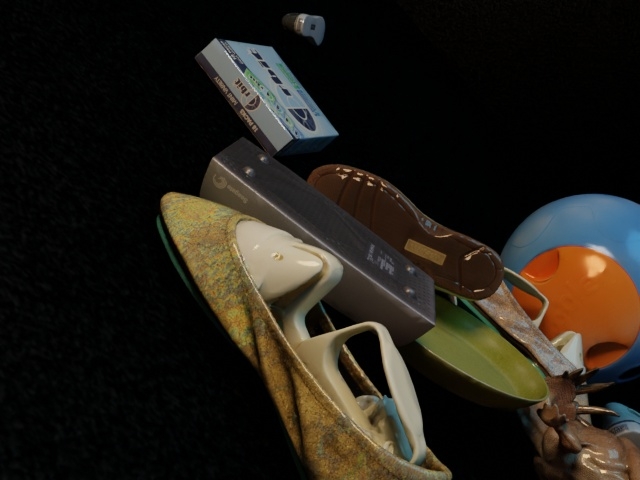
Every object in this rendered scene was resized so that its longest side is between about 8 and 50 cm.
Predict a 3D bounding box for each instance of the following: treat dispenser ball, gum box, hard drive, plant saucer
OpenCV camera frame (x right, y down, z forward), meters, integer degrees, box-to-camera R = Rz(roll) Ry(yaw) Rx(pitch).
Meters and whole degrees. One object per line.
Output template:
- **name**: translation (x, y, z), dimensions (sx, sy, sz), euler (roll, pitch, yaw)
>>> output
- **treat dispenser ball**: translation (0.407, 0.074, 1.450), dimensions (0.288, 0.288, 0.288), euler (43, 21, -21)
- **gum box**: translation (-0.063, -0.182, 1.237), dimensions (0.157, 0.041, 0.184), euler (53, 20, 6)
- **hard drive**: translation (0.000, 0.000, 0.950), dimensions (0.255, 0.054, 0.172), euler (37, 14, -4)
- **plant saucer**: translation (0.140, 0.116, 1.071), dimensions (0.241, 0.037, 0.241), euler (29, 14, -8)

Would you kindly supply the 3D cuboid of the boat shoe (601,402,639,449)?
- **boat shoe**: translation (0.548, 0.353, 1.569), dimensions (0.268, 0.096, 0.088), euler (33, 29, -22)

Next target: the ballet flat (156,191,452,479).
- **ballet flat**: translation (-0.010, 0.077, 0.779), dimensions (0.348, 0.123, 0.123), euler (58, 20, 21)

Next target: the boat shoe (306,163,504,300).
- **boat shoe**: translation (0.093, -0.002, 1.165), dimensions (0.257, 0.095, 0.095), euler (33, -5, 1)

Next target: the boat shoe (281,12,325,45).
- **boat shoe**: translation (-0.027, -0.365, 1.648), dimensions (0.040, 0.049, 0.142), euler (15, 7, 14)

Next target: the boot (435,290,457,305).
- **boot**: translation (0.127, 0.038, 1.252), dimensions (0.157, 0.059, 0.085), euler (63, 18, 9)

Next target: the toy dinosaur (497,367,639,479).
- **toy dinosaur**: translation (0.324, 0.255, 1.118), dimensions (0.296, 0.127, 0.200), euler (43, 28, 14)

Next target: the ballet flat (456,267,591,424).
- **ballet flat**: translation (0.285, 0.133, 1.301), dimensions (0.316, 0.106, 0.107), euler (51, -17, 4)

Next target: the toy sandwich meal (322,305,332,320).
- **toy sandwich meal**: translation (-0.025, 0.053, 0.914), dimensions (0.085, 0.029, 0.085), euler (43, 21, -21)
